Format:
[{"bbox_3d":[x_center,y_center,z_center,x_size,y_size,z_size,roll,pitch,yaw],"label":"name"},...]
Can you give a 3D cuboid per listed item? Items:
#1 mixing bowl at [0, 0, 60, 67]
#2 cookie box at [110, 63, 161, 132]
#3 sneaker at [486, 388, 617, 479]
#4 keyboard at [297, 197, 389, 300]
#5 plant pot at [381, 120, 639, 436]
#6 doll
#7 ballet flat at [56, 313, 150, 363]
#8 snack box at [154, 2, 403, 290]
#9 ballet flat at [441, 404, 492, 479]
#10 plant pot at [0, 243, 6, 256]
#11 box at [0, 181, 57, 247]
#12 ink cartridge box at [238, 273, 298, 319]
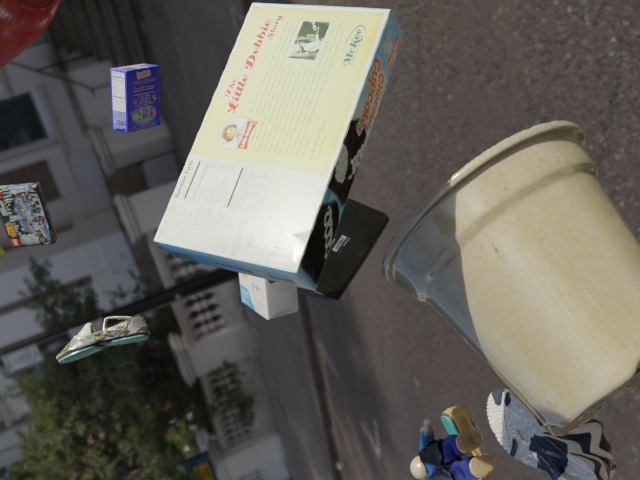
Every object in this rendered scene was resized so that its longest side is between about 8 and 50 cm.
[{"bbox_3d":[-0.222,-0.178,0.484,0.181,0.098,0.182,-3,-90,-75],"label":"mixing bowl"},{"bbox_3d":[-0.323,-0.251,1.391,0.040,0.092,0.107,13,112,25],"label":"cookie box"},{"bbox_3d":[0.406,0.334,1.361,0.235,0.153,0.094,33,112,38],"label":"sneaker"},{"bbox_3d":[0.000,0.000,1.589,0.201,0.317,0.033,24,129,11],"label":"keyboard"},{"bbox_3d":[0.300,0.070,1.038,0.305,0.333,0.334,56,162,24],"label":"plant pot"},{"bbox_3d":[0.186,0.326,1.186,0.129,0.046,0.189,62,153,13],"label":"doll"},{"bbox_3d":[-0.262,0.114,0.953,0.041,0.114,0.041,163,90,-87],"label":"ballet flat"},{"bbox_3d":[-0.044,-0.118,0.895,0.187,0.322,0.060,12,163,27],"label":"snack box"},{"bbox_3d":[0.361,0.495,1.862,0.080,0.073,0.232,-23,90,65],"label":"ballet flat"},{"bbox_3d":[-0.671,-0.015,1.508,0.134,0.095,0.134,49,153,36],"label":"plant pot"},{"bbox_3d":[-0.610,-0.052,1.640,0.027,0.093,0.137,-90,-6,-58],"label":"box"},{"bbox_3d":[-0.091,0.025,1.305,0.104,0.061,0.181,23,121,56],"label":"ink cartridge box"}]
